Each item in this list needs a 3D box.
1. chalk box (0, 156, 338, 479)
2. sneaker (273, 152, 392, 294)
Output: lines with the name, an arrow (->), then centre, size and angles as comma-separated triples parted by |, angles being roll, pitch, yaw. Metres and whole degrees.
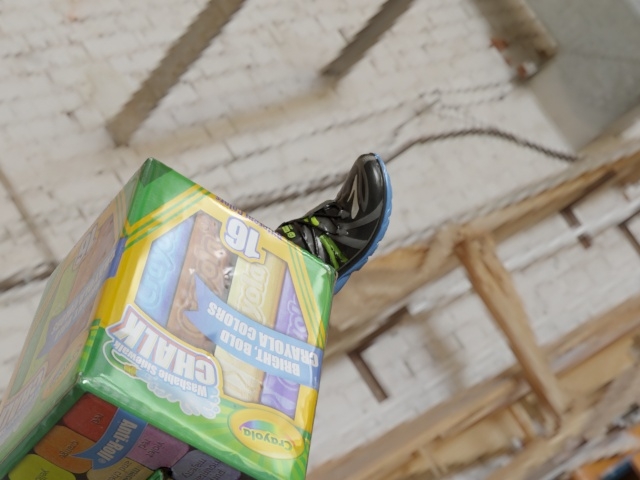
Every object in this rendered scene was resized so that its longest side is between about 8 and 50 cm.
chalk box -> -0.121, 0.123, 1.003 | 0.180, 0.179, 0.289 | -44, 23, 37
sneaker -> 0.000, 0.000, 1.293 | 0.078, 0.067, 0.188 | 30, -78, -31
